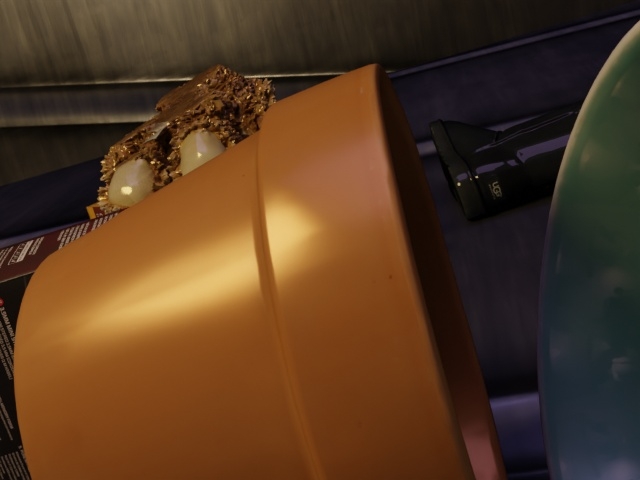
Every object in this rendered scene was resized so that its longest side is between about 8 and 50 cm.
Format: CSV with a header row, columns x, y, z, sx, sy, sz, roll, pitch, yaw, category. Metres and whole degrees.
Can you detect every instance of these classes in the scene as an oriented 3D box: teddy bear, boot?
x,y,z,sx,sy,sz,roll,pitch,yaw,category
-0.144,-0.106,1.152,0.245,0.113,0.338,-32,20,0,teddy bear
0.258,-0.120,1.248,0.207,0.094,0.246,-19,22,5,boot

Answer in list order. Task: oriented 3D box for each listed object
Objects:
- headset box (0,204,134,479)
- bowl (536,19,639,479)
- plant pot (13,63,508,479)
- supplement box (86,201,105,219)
x,y,z,sx,sy,sz,roll,pitch,yaw,category
-0.128,0.093,0.698,0.293,0.218,0.110,-19,17,-4,headset box
0.225,0.053,0.417,0.163,0.311,0.311,2,14,-9,bowl
-0.023,0.076,0.524,0.203,0.291,0.291,-16,15,10,plant pot
-0.162,-0.022,1.286,0.191,0.129,0.194,0,23,46,supplement box
